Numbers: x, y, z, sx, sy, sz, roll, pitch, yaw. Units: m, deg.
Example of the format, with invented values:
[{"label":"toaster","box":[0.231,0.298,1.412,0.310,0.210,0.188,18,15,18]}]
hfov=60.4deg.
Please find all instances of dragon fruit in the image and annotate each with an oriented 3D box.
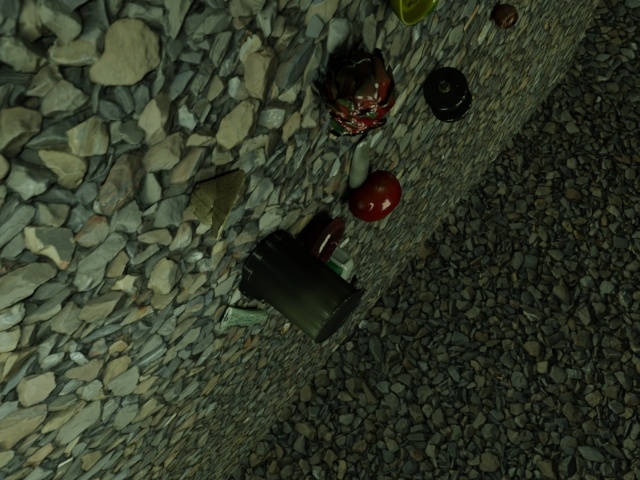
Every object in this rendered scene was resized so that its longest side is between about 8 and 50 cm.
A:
[{"label":"dragon fruit","box":[0.088,-0.340,1.266,0.182,0.182,0.188,-45,162,-20]}]

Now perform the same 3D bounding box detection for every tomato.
[{"label":"tomato","box":[0.188,-0.146,1.873,0.195,0.136,0.195,-44,-172,8]}]

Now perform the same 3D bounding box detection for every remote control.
[{"label":"remote control","box":[0.132,-0.241,1.750,0.073,0.044,0.229,-39,159,-25]}]

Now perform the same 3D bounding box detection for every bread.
[{"label":"bread","box":[-0.194,-0.081,1.179,0.152,0.105,0.077,-30,159,-46]}]

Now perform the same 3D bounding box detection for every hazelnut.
[{"label":"hazelnut","box":[0.635,-0.769,1.888,0.086,0.086,0.086,-45,160,-21]}]

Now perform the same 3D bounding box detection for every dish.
[{"label":"dish","box":[0.207,-0.575,1.245,0.208,0.080,0.148,-25,148,-51]}]

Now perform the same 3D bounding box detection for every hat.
[{"label":"hat","box":[0.000,0.000,1.822,0.205,0.089,0.205,-50,162,-22]}]

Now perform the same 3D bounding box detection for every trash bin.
[{"label":"trash bin","box":[-0.056,0.138,1.604,0.252,0.302,0.203,-49,162,-9]}]

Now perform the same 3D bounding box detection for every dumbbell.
[{"label":"dumbbell","box":[0.428,-0.484,1.842,0.143,0.143,0.325,-55,162,10]}]

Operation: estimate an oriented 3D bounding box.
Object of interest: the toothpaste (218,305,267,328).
[{"label":"toothpaste","box":[-0.242,0.246,1.776,0.069,0.047,0.268,-36,163,15]}]

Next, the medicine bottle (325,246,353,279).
[{"label":"medicine bottle","box":[0.056,0.107,2.104,0.069,0.119,0.183,-44,162,-31]}]
